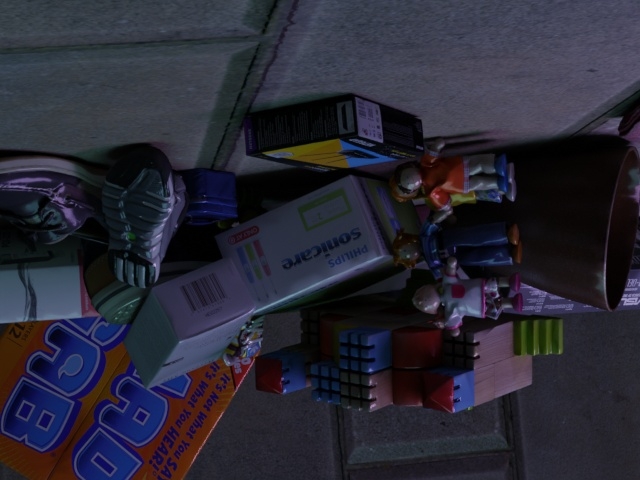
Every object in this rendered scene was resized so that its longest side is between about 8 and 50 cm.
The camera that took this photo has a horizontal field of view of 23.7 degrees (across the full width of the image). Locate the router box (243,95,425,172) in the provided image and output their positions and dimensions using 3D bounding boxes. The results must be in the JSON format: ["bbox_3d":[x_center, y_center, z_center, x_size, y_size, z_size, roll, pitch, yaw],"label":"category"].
[{"bbox_3d":[0.018,-0.111,1.643,0.133,0.046,0.179,-8,173,26],"label":"router box"}]

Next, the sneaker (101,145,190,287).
[{"bbox_3d":[-0.200,-0.059,1.817,0.086,0.132,0.228,22,139,4],"label":"sneaker"}]

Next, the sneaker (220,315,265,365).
[{"bbox_3d":[-0.102,0.121,2.196,0.069,0.084,0.185,-20,170,-32],"label":"sneaker"}]

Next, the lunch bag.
[{"bbox_3d":[-0.152,-0.052,1.936,0.067,0.065,0.098,-10,172,35],"label":"lunch bag"}]

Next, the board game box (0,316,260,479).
[{"bbox_3d":[-0.348,0.246,2.500,0.356,0.356,0.356,32,171,-1],"label":"board game box"}]

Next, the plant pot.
[{"bbox_3d":[0.285,-0.029,2.004,0.230,0.215,0.215,8,178,21],"label":"plant pot"}]

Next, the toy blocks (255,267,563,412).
[{"bbox_3d":[0.092,0.153,2.035,0.381,0.191,0.261,6,-169,38],"label":"toy blocks"}]

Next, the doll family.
[{"bbox_3d":[0.165,-0.018,1.913,0.163,0.263,0.118,-3,-157,16],"label":"doll family"}]

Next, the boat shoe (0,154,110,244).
[{"bbox_3d":[-0.313,-0.042,1.779,0.103,0.092,0.285,-8,173,26],"label":"boat shoe"}]

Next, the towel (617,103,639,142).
[{"bbox_3d":[0.504,-0.081,1.683,0.329,0.037,0.237,23,174,1],"label":"towel"}]

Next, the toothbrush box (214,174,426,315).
[{"bbox_3d":[0.013,0.010,2.081,0.206,0.122,0.283,-24,173,17],"label":"toothbrush box"}]

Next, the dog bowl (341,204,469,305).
[{"bbox_3d":[0.229,0.029,2.552,0.408,0.150,0.408,-5,174,-1],"label":"dog bowl"}]

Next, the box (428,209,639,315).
[{"bbox_3d":[0.345,0.008,2.218,0.307,0.076,0.242,-2,-147,-26],"label":"box"}]

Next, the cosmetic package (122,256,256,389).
[{"bbox_3d":[-0.174,0.111,1.983,0.117,0.085,0.231,-22,166,-22],"label":"cosmetic package"}]

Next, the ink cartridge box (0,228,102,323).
[{"bbox_3d":[-0.416,0.048,2.227,0.218,0.092,0.158,-5,-157,-10],"label":"ink cartridge box"}]

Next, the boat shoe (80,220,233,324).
[{"bbox_3d":[-0.191,0.026,2.177,0.187,0.156,0.500,-29,168,17],"label":"boat shoe"}]

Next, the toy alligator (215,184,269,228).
[{"bbox_3d":[-0.138,-0.052,2.032,0.190,0.056,0.051,2,128,-39],"label":"toy alligator"}]
